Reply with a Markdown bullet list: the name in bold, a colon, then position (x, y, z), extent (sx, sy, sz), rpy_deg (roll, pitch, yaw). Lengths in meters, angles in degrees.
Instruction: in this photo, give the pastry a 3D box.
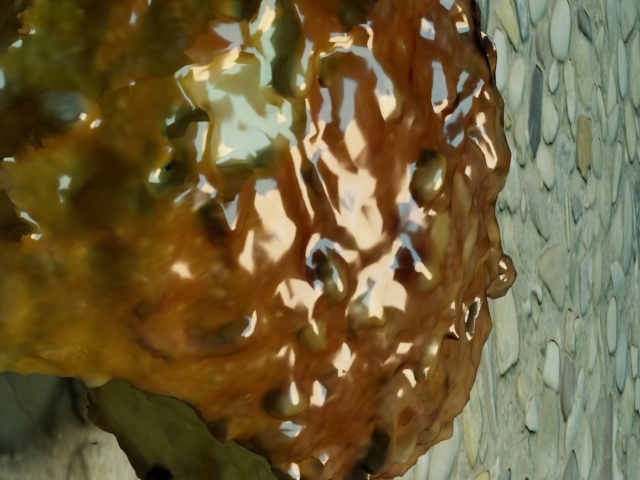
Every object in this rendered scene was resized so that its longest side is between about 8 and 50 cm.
- **pastry**: position (-0.051, -0.045, 0.679), extent (0.405, 0.292, 0.337), rpy_deg (47, 64, -46)
